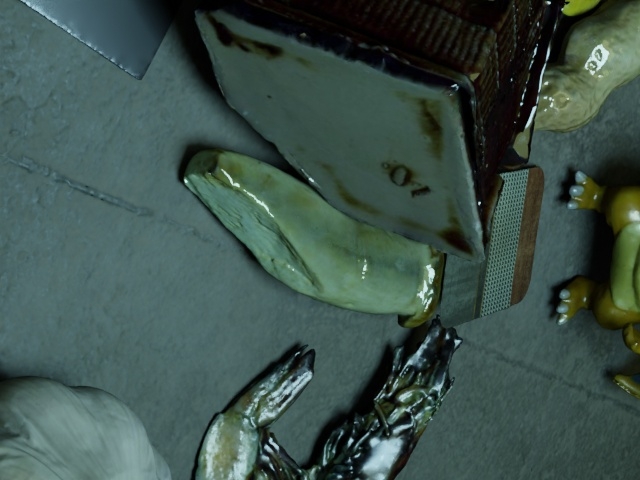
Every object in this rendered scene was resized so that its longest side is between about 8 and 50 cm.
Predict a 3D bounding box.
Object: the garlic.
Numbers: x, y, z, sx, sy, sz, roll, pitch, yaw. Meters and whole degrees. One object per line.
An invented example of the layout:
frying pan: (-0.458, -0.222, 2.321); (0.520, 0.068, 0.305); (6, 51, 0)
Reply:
garlic: (-0.230, 0.188, 1.226); (0.229, 0.178, 0.142); (11, 74, -53)

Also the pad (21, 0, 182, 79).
pad: (-0.161, -0.286, 1.241); (0.170, 0.006, 0.245); (32, 82, -43)

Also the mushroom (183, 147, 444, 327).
mushroom: (0.000, 0.004, 1.416); (0.333, 0.087, 0.107); (22, 72, -40)

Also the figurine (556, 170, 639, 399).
figurine: (0.487, 0.017, 1.647); (0.268, 0.387, 0.401); (14, 90, -57)

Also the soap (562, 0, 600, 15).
soap: (0.288, -0.337, 1.594); (0.089, 0.033, 0.168); (-28, 119, -34)

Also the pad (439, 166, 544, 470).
pad: (0.209, 0.086, 1.587); (0.250, 0.055, 0.323); (-13, 94, -59)

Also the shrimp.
shrimp: (0.007, 0.202, 1.501); (0.365, 0.071, 0.233); (-49, 124, -11)

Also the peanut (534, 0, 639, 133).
peanut: (0.300, -0.195, 1.614); (0.228, 0.086, 0.104); (-45, 135, -18)

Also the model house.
model house: (0.072, -0.193, 1.359); (0.297, 0.317, 0.282); (99, 13, -58)
